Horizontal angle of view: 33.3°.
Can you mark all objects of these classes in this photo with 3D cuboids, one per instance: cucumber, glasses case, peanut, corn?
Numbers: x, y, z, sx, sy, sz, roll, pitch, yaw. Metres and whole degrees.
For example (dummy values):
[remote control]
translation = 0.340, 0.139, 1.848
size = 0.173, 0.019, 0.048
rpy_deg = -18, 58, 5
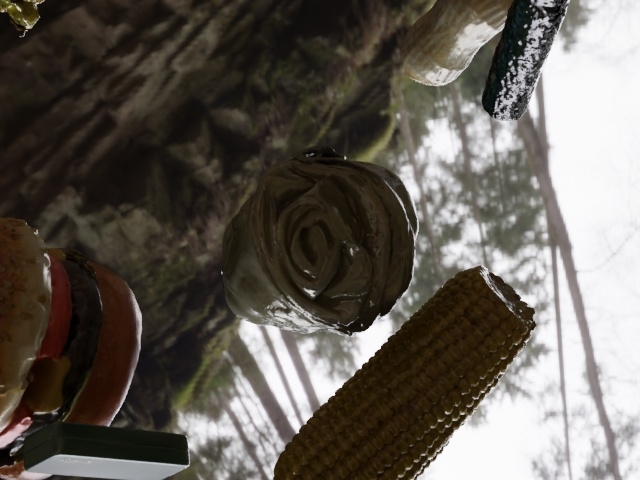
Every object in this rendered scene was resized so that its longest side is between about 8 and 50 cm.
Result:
[cucumber]
translation = 0.118, -0.118, 0.604
size = 0.032, 0.133, 0.032
rpy_deg = 2, -120, -3
[glasses case]
translation = -0.245, 0.245, 1.238
size = 0.077, 0.184, 0.040
rpy_deg = -30, -123, 38
[peanut]
translation = 0.163, -0.255, 1.243
size = 0.087, 0.207, 0.087
rpy_deg = 15, -126, -22
[corn]
translation = 0.090, 0.189, 1.216
size = 0.387, 0.144, 0.144
rpy_deg = -48, -127, -3

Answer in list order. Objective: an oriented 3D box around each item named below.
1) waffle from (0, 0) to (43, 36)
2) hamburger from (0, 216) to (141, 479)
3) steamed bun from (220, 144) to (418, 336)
[waffle]
translation = -0.229, -0.205, 0.654
size = 0.160, 0.046, 0.192
rpy_deg = -25, -104, 2
[hamburger]
translation = -0.418, 0.140, 1.395
size = 0.329, 0.250, 0.330
rpy_deg = -20, -127, 28
[steamed bun]
translation = 0.001, -0.002, 1.182
size = 0.217, 0.144, 0.211
rpy_deg = 10, -96, -1
